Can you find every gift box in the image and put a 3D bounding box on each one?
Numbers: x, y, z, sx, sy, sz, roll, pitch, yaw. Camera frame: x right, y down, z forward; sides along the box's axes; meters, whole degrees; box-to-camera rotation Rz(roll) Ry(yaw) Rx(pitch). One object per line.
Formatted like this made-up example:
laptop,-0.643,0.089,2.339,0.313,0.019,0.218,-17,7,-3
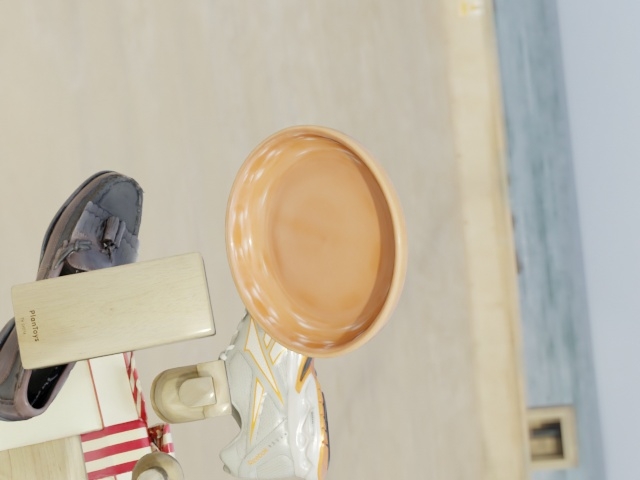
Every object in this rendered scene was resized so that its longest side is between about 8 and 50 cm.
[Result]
gift box,-0.318,0.247,1.596,0.255,0.258,0.276,156,-77,-65

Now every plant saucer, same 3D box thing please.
plant saucer,0.000,0.000,1.170,0.037,0.200,0.200,-9,94,-48

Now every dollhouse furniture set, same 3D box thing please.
dollhouse furniture set,-0.128,0.099,0.857,0.123,0.144,0.151,111,-31,-83

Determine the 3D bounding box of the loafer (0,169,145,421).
loafer,-0.259,0.061,1.460,0.109,0.095,0.303,38,68,-32

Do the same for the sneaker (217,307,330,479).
sneaker,-0.062,0.109,1.343,0.099,0.121,0.262,78,6,-72
